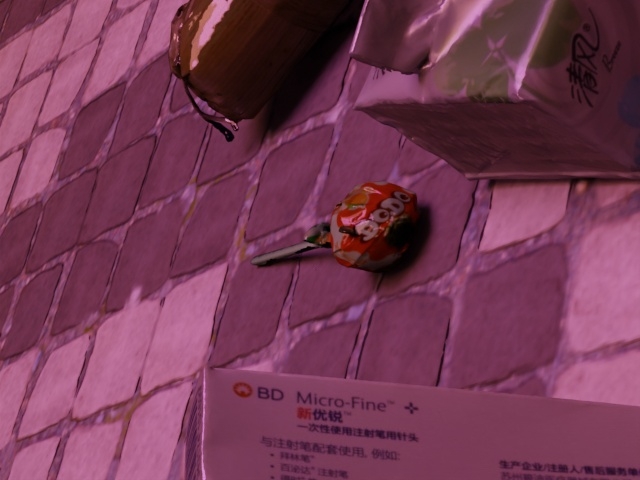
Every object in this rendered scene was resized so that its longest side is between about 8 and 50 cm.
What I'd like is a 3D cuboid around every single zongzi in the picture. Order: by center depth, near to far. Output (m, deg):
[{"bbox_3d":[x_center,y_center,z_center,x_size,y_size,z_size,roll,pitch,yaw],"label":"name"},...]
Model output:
[{"bbox_3d":[-0.041,-0.189,1.283,0.205,0.094,0.204,-53,24,14],"label":"zongzi"}]

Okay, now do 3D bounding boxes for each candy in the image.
[{"bbox_3d":[0.000,0.000,1.096,0.055,0.049,0.184,-39,11,-26],"label":"candy"}]

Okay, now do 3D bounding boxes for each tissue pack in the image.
[{"bbox_3d":[0.113,-0.159,0.934,0.159,0.145,0.229,4,68,60],"label":"tissue pack"}]

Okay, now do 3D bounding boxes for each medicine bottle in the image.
[{"bbox_3d":[0.048,0.125,0.717,0.171,0.201,0.052,-94,13,-46],"label":"medicine bottle"}]
